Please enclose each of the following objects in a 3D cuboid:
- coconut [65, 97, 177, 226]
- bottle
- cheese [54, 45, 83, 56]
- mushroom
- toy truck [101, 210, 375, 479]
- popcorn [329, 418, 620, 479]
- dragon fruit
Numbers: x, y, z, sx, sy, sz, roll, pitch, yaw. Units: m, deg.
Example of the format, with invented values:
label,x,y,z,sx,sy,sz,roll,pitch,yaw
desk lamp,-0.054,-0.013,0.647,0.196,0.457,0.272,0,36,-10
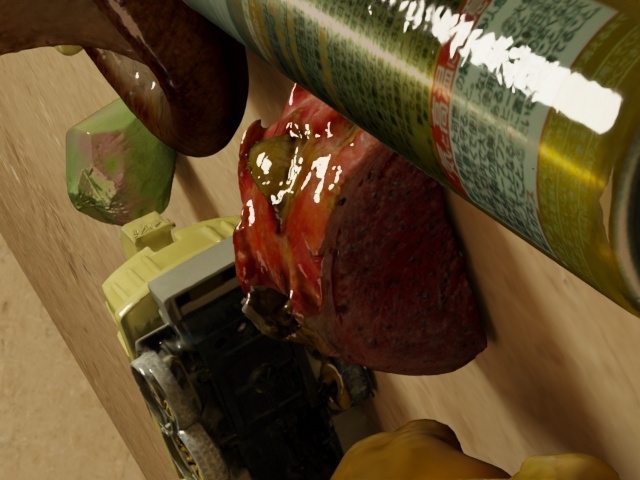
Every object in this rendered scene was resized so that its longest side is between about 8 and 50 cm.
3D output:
label,x,y,z,sx,sy,sz,roll,pitch,yaw
coconut,-0.135,-0.049,1.156,0.082,0.081,0.083,45,155,10
bottle,0.035,-0.065,0.501,0.286,0.082,0.082,40,155,55
cheese,-0.182,-0.154,1.208,0.044,0.030,0.083,58,173,-17
mushroom,-0.163,-0.108,0.835,0.227,0.217,0.148,58,165,11
toy truck,-0.045,0.105,1.041,0.157,0.124,0.272,42,157,51
popcorn,0.058,0.213,0.701,0.316,0.281,0.297,-86,15,-64
dragon fruit,0.000,0.000,0.732,0.102,0.096,0.147,39,153,64
